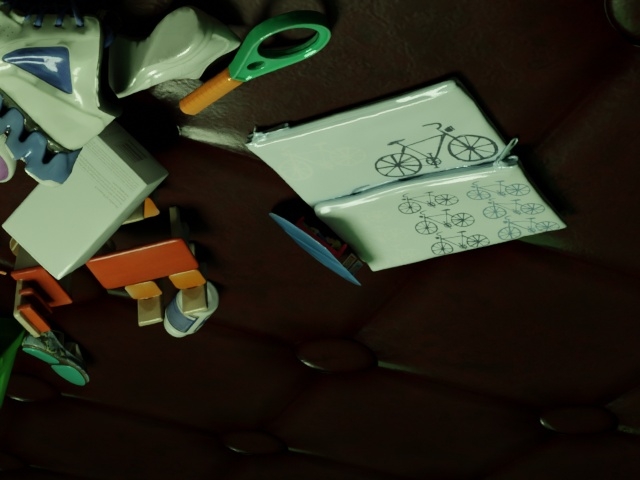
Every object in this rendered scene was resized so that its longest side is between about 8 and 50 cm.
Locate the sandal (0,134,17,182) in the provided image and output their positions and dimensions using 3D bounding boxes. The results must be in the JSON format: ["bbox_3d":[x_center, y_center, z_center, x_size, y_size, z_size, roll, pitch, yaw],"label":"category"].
[{"bbox_3d":[-0.507,-0.147,1.362,0.169,0.102,0.416,17,162,10],"label":"sandal"}]

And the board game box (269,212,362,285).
[{"bbox_3d":[0.000,0.000,1.590,0.133,0.033,0.169,32,170,40],"label":"board game box"}]

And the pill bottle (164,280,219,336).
[{"bbox_3d":[-0.217,0.115,1.815,0.067,0.067,0.120,19,146,-18],"label":"pill bottle"}]

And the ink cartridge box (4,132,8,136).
[{"bbox_3d":[-0.422,-0.173,1.413,0.224,0.056,0.181,-23,137,37],"label":"ink cartridge box"}]

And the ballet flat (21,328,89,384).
[{"bbox_3d":[-0.475,0.206,2.020,0.070,0.070,0.188,-4,151,18],"label":"ballet flat"}]

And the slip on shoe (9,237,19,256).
[{"bbox_3d":[-0.423,-0.023,1.668,0.051,0.041,0.135,46,126,4],"label":"slip on shoe"}]

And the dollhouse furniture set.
[{"bbox_3d":[-0.311,0.044,1.612,0.259,0.135,0.262,-13,144,9],"label":"dollhouse furniture set"}]

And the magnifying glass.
[{"bbox_3d":[-0.082,-0.203,1.278,0.231,0.026,0.092,-25,162,39],"label":"magnifying glass"}]

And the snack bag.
[{"bbox_3d":[0.119,-0.076,1.468,0.323,0.037,0.342,-12,143,29],"label":"snack bag"}]

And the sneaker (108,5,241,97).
[{"bbox_3d":[-0.187,-0.209,1.295,0.212,0.080,0.094,-12,168,37],"label":"sneaker"}]

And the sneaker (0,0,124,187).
[{"bbox_3d":[-0.327,-0.233,1.222,0.182,0.127,0.315,-35,109,8],"label":"sneaker"}]

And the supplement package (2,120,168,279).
[{"bbox_3d":[-0.303,-0.054,1.427,0.105,0.105,0.179,44,104,-3],"label":"supplement package"}]

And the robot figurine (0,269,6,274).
[{"bbox_3d":[-0.600,0.022,1.692,0.219,0.128,0.158,8,114,0],"label":"robot figurine"}]

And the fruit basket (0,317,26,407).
[{"bbox_3d":[-0.676,0.173,1.821,0.282,0.392,0.392,6,148,2],"label":"fruit basket"}]
